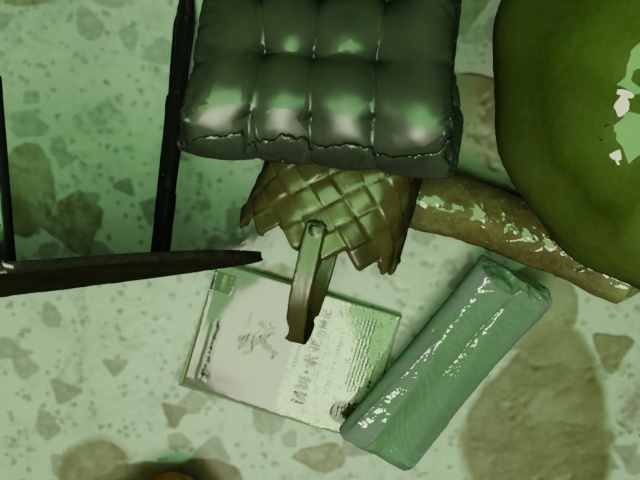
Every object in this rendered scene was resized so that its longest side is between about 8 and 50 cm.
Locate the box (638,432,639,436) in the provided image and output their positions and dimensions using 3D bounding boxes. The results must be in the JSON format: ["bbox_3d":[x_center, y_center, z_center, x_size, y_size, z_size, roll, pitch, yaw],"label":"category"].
[{"bbox_3d":[0.452,0.129,1.283,0.299,0.106,0.200,-51,57,10],"label":"box"}]

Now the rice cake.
[{"bbox_3d":[0.111,0.110,1.357,0.080,0.042,0.221,31,110,-19],"label":"rice cake"}]

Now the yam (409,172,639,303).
[{"bbox_3d":[0.152,-0.018,1.341,0.300,0.066,0.066,20,100,0],"label":"yam"}]

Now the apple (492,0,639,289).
[{"bbox_3d":[0.301,-0.120,1.186,0.357,0.357,0.357,0,100,3],"label":"apple"}]

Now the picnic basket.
[{"bbox_3d":[0.000,0.000,1.267,0.138,0.128,0.178,18,100,9],"label":"picnic basket"}]

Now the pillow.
[{"bbox_3d":[0.019,-0.208,1.229,0.228,0.101,0.326,5,63,6],"label":"pillow"}]

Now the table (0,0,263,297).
[{"bbox_3d":[-0.247,-0.085,1.284,0.317,0.317,0.249,-7,86,4],"label":"table"}]

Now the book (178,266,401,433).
[{"bbox_3d":[-0.028,0.102,1.395,0.182,0.014,0.127,17,101,-1],"label":"book"}]

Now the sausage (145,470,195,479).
[{"bbox_3d":[-0.209,0.321,1.399,0.274,0.105,0.105,-37,96,8],"label":"sausage"}]
